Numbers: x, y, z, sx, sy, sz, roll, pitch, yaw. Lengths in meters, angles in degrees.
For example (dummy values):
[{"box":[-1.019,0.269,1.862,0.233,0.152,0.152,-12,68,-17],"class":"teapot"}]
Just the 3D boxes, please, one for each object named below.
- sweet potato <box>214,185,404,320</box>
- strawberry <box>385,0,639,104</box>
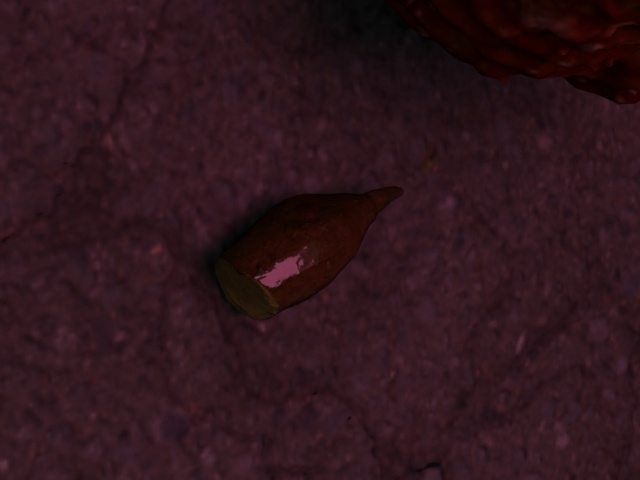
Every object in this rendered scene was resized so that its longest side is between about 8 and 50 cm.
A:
[{"box":[0.000,0.000,0.943,0.117,0.049,0.049,-32,112,-34],"class":"sweet potato"},{"box":[0.192,-0.188,0.897,0.312,0.351,0.267,-53,131,-31],"class":"strawberry"}]
